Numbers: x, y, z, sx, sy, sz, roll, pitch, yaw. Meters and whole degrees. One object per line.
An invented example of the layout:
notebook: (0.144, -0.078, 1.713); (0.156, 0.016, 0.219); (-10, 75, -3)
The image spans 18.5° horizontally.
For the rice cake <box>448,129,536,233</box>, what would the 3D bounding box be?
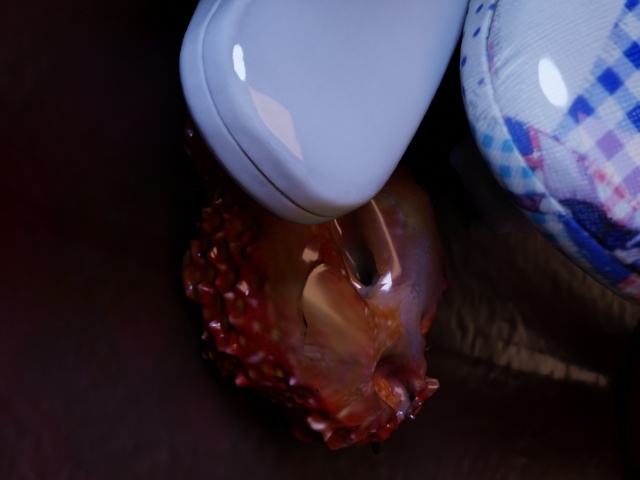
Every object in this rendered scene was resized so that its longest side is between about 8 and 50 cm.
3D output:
rice cake: (0.153, -0.071, 0.769); (0.270, 0.049, 0.055); (-29, 85, -37)

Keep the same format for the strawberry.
strawberry: (0.002, 0.000, 0.640); (0.104, 0.048, 0.152); (-37, 114, -38)

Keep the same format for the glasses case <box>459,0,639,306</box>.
glasses case: (0.128, -0.111, 0.686); (0.125, 0.076, 0.327); (40, 45, -18)

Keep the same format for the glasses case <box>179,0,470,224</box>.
glasses case: (0.010, -0.082, 0.621); (0.074, 0.049, 0.193); (47, 42, -22)
